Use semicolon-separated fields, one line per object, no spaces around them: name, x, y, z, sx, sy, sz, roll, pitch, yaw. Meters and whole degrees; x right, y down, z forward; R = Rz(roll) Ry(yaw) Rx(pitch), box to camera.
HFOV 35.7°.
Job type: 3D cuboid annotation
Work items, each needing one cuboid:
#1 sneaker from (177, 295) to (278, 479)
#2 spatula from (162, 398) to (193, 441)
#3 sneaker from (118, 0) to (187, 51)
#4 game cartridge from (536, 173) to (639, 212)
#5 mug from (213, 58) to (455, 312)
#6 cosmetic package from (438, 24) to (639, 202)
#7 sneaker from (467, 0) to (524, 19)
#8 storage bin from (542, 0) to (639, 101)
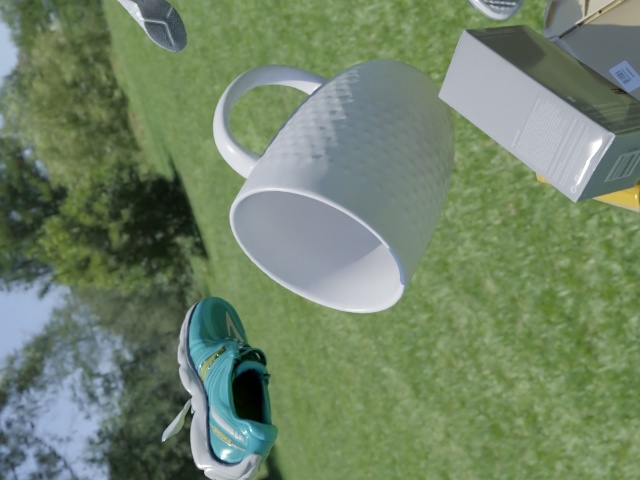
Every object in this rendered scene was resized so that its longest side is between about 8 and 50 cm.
sneaker;-0.101;0.167;1.217;0.110;0.107;0.275;-53;35;28
spatula;-0.218;0.275;1.799;0.019;0.168;0.242;39;-177;-5
sneaker;-0.238;-0.324;1.385;0.152;0.054;0.061;47;-178;0
game cartridge;0.600;-0.144;1.830;0.324;0.285;0.052;-146;40;-65
mug;0.018;-0.127;1.486;0.374;0.328;0.276;29;149;-1
cosmetic package;0.268;-0.155;1.167;0.238;0.127;0.107;46;132;30
sneaker;0.295;-0.550;1.944;0.321;0.126;0.127;63;175;16
storage bin;0.519;-0.310;1.524;0.262;0.260;0.123;40;-138;-24
